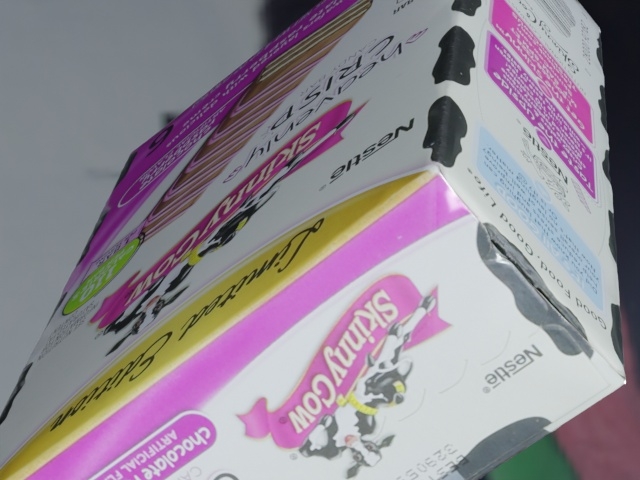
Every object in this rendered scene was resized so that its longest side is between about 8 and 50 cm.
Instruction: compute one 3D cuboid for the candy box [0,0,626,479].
[{"bbox_3d":[0.000,0.000,0.535,0.159,0.071,0.233,-37,-163,21],"label":"candy box"}]
